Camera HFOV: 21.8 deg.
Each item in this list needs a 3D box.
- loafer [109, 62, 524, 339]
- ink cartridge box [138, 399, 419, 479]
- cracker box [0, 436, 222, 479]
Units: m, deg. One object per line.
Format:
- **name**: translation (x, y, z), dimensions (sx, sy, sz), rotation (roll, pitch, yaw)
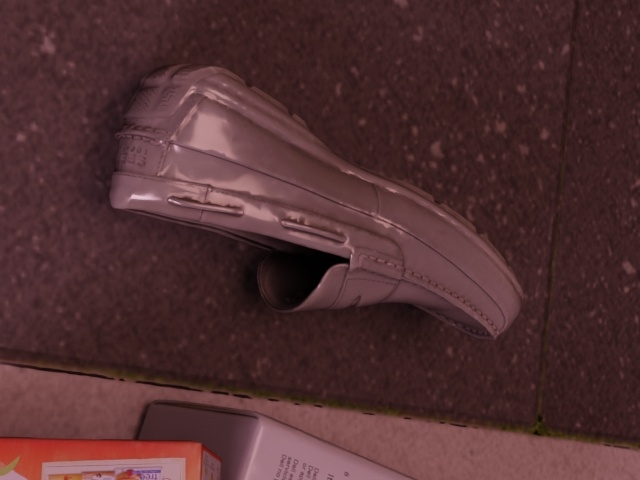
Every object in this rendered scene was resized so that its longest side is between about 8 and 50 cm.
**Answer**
- **loafer**: translation (0.000, 0.000, 1.082), dimensions (0.319, 0.112, 0.111), rotation (29, 76, -28)
- **ink cartridge box**: translation (0.002, 0.248, 1.059), dimensions (0.289, 0.121, 0.211), rotation (29, 72, -36)
- **cracker box**: translation (-0.140, 0.225, 0.897), dimensions (0.067, 0.155, 0.232), rotation (64, 27, -72)
